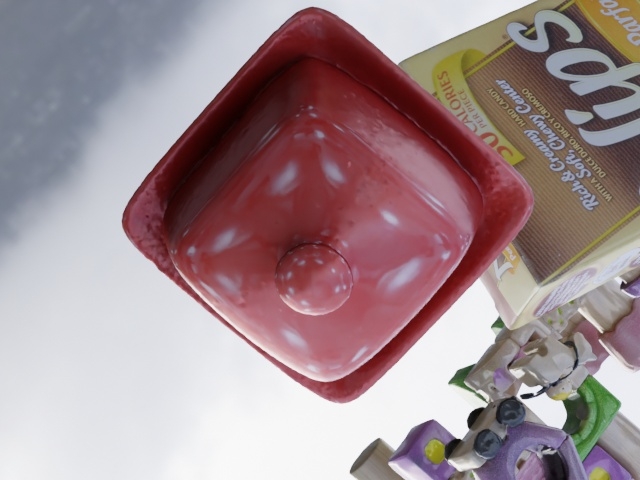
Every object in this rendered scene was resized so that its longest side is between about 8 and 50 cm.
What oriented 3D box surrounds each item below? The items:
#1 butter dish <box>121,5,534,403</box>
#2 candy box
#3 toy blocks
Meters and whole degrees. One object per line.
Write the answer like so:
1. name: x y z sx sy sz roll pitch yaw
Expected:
1. butter dish: 0.000 0.000 0.902 0.160 0.160 0.118 -47 -170 17
2. candy box: 0.221 -0.090 1.308 0.316 0.183 0.087 -25 163 -21
3. toy blocks: 0.232 0.169 1.556 0.288 0.260 0.309 -50 -174 -20
